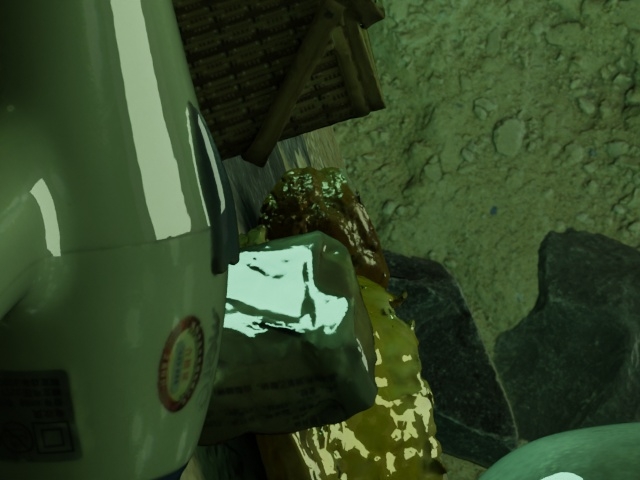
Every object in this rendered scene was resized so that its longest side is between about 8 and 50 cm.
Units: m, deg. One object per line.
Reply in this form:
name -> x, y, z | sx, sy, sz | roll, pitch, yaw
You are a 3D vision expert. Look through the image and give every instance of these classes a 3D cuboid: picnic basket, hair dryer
picnic basket -> -0.062, -0.237, 1.201 | 0.228, 0.175, 0.312 | -97, 169, -63
hair dryer -> -0.104, -0.062, 0.476 | 0.298, 0.119, 0.295 | 36, 55, -74

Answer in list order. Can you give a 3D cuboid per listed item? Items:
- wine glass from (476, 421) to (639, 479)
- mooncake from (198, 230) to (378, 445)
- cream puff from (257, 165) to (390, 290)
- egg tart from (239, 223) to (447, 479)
wine glass -> 0.100, 0.204, 0.724 | 0.238, 0.323, 0.238 | -16, 90, -86
mooncake -> -0.033, 0.054, 0.869 | 0.130, 0.125, 0.073 | -95, 177, -55
cream puff -> -0.002, 0.003, 1.411 | 0.126, 0.103, 0.144 | -124, -168, -62
egg tart -> 0.020, 0.129, 1.045 | 0.315, 0.120, 0.315 | -14, 90, -90
